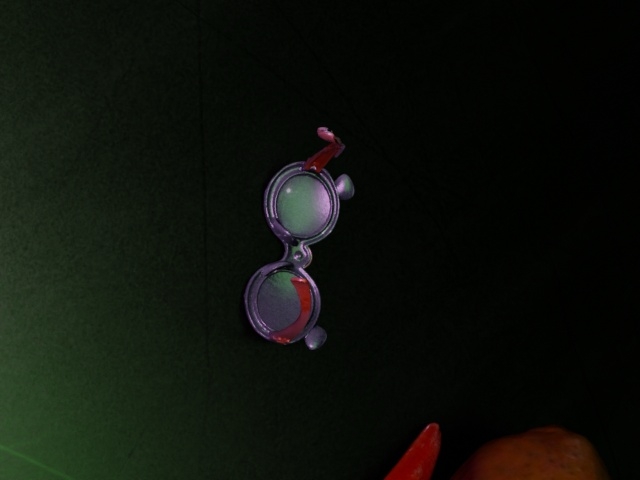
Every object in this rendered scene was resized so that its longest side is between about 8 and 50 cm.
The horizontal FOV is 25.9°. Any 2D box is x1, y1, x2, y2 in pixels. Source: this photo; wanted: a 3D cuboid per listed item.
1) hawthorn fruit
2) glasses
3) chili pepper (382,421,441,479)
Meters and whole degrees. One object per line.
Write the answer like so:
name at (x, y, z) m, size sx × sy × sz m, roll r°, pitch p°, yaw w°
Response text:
hawthorn fruit at (0.269, 0.393, 1.733) m, size 0.308 × 0.308 × 0.325 m, roll 32°, pitch 80°, yaw -27°
glasses at (0.000, 0.000, 1.615) m, size 0.118 × 0.268 × 0.234 m, roll 15°, pitch 78°, yaw -12°
chili pepper at (0.082, 0.331, 1.754) m, size 0.272 × 0.063 × 0.071 m, roll -43°, pitch 120°, yaw -32°
